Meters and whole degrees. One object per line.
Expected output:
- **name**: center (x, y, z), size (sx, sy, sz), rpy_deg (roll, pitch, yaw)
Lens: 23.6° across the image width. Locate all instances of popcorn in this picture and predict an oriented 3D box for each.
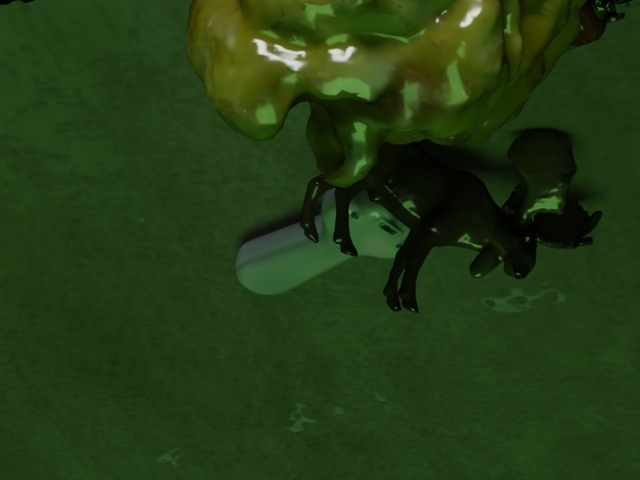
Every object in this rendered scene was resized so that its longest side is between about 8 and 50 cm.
- **popcorn**: center (0.060, -0.162, 0.946), size (0.250, 0.235, 0.242), rpy_deg (14, 129, -29)

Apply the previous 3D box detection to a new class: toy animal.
- **toy animal**: center (0.110, -0.026, 1.232), size (0.214, 0.186, 0.094), rpy_deg (39, 171, -6)

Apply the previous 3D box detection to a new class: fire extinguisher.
- **fire extinguisher**: center (0.151, -0.151, 1.092), size (0.177, 0.050, 0.062), rpy_deg (-16, 180, 33)

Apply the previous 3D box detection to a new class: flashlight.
- **flashlight**: center (0.000, 0.000, 1.352), size (0.093, 0.047, 0.200), rpy_deg (33, 142, -30)

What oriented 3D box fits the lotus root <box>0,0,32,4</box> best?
- **lotus root**: center (-0.254, -0.277, 0.910), size (0.173, 0.173, 0.309), rpy_deg (-10, 142, 26)
